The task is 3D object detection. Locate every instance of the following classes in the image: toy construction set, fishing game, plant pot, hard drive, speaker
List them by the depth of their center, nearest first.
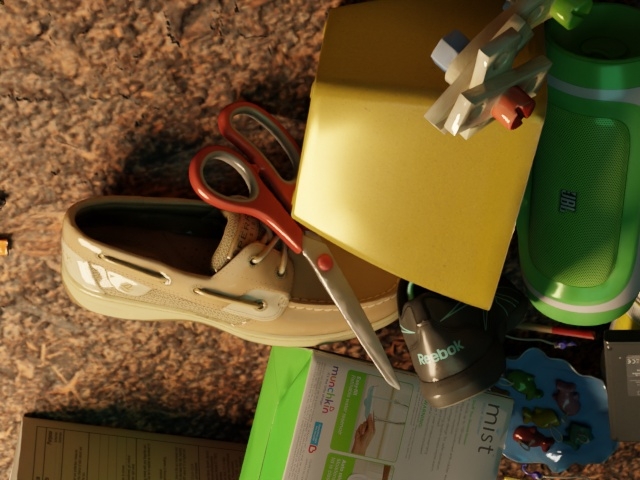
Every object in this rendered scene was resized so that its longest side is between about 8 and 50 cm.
[{"bbox_3d":[0.090,-0.234,1.127,0.151,0.327,0.215,-41,165,32],"label":"toy construction set"},{"bbox_3d":[0.081,-0.097,1.282,0.187,0.212,0.212,11,127,0],"label":"plant pot"},{"bbox_3d":[0.252,-0.066,1.363,0.131,0.131,0.296,-5,128,-3],"label":"speaker"},{"bbox_3d":[0.336,0.148,1.474,0.094,0.022,0.135,-2,125,14],"label":"hard drive"},{"bbox_3d":[0.229,0.187,1.568,0.189,0.041,0.264,8,133,24],"label":"fishing game"}]

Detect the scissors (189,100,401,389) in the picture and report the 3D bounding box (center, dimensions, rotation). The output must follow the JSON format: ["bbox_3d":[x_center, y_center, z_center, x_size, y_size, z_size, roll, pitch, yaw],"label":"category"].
[{"bbox_3d":[0.000,0.000,1.349,0.297,0.109,0.021,45,151,-6],"label":"scissors"}]

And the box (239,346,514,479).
[{"bbox_3d":[0.046,0.253,1.471,0.231,0.127,0.262,14,87,-21],"label":"box"}]

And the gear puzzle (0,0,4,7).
[{"bbox_3d":[-0.393,-0.293,1.169,0.175,0.044,0.339,-33,121,20],"label":"gear puzzle"}]

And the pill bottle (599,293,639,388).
[{"bbox_3d":[0.350,0.108,1.523,0.103,0.103,0.184,2,128,-8],"label":"pill bottle"}]

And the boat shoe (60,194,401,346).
[{"bbox_3d":[-0.074,0.021,1.380,0.341,0.121,0.110,2,146,-7],"label":"boat shoe"}]

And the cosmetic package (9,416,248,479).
[{"bbox_3d":[-0.179,0.298,1.574,0.309,0.160,0.113,9,126,-12],"label":"cosmetic package"}]

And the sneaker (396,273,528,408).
[{"bbox_3d":[0.131,0.059,1.378,0.101,0.267,0.106,-26,100,15],"label":"sneaker"}]

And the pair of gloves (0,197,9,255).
[{"bbox_3d":[-0.337,-0.015,1.406,0.074,0.010,0.083,-2,130,-7],"label":"pair of gloves"}]
